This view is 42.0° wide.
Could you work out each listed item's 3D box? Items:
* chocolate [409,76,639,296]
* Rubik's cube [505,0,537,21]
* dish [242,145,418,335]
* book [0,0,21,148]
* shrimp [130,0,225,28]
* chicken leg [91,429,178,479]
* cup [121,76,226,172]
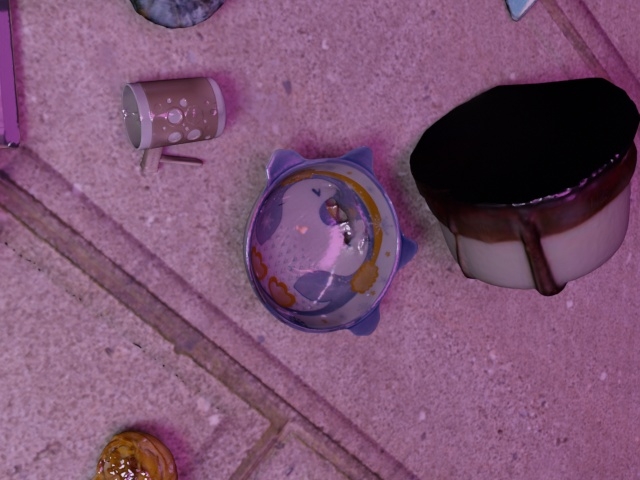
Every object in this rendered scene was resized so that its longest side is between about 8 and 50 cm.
[{"bbox_3d":[0.265,-0.057,1.052,0.283,0.283,0.186,-38,128,-17],"label":"chocolate"},{"bbox_3d":[0.304,-0.466,1.054,0.233,0.228,0.228,46,29,-60],"label":"Rubik's cube"},{"bbox_3d":[0.000,0.000,1.004,0.228,0.086,0.236,-11,102,-26],"label":"dish"},{"bbox_3d":[-0.417,-0.163,0.805,0.231,0.026,0.157,-5,98,-25],"label":"book"},{"bbox_3d":[-0.068,-0.379,0.867,0.137,0.172,0.372,33,89,-21],"label":"shrimp"},{"bbox_3d":[-0.208,0.320,0.950,0.101,0.085,0.207,-31,122,-56],"label":"chicken leg"},{"bbox_3d":[-0.157,-0.126,0.912,0.099,0.074,0.102,-12,103,-25],"label":"cup"}]
